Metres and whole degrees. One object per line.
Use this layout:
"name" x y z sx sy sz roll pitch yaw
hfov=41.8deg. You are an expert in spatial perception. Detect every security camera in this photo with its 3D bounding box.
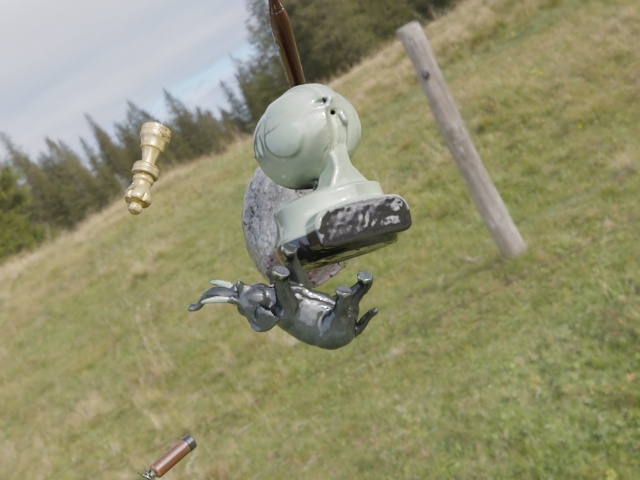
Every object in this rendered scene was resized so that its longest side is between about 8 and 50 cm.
"security camera" -0.005 -0.104 1.290 0.197 0.277 0.191 -14 -6 -28

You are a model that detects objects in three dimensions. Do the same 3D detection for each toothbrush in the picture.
"toothbrush" -0.070 -0.384 1.525 0.041 0.041 0.364 -32 -26 -7

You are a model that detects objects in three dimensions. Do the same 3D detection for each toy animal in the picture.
"toy animal" -0.053 0.077 1.172 0.270 0.137 0.082 12 36 4

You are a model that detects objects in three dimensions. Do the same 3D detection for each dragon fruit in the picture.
"dragon fruit" -0.057 -0.042 1.716 0.283 0.204 0.221 14 -64 -49

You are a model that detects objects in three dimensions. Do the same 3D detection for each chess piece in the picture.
"chess piece" -0.309 -0.125 1.482 0.060 0.060 0.171 -17 54 47

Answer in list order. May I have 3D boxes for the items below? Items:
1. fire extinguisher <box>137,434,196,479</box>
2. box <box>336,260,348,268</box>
"fire extinguisher" -0.202 0.288 1.104 0.083 0.028 0.022 -36 -12 -37
"box" 0.000 0.000 1.426 0.036 0.117 0.050 -53 -12 -2
